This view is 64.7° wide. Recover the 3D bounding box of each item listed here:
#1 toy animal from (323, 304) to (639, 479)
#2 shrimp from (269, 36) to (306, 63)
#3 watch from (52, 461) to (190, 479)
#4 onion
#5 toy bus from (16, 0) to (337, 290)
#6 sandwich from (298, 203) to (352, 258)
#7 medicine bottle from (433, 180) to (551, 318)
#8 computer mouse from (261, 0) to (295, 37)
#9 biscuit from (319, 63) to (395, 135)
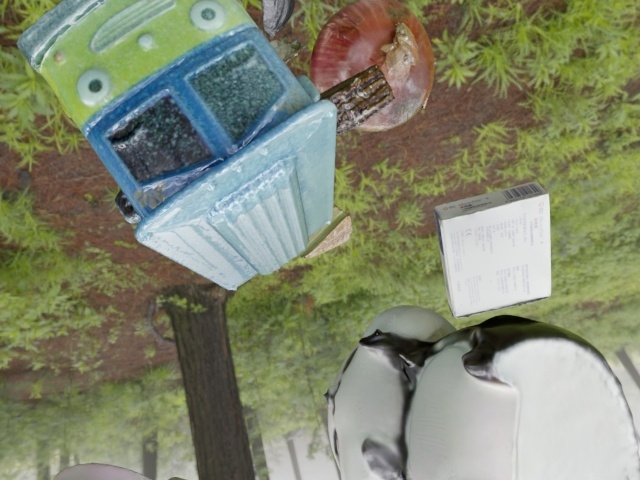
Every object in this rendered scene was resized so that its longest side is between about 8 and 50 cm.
[{"bbox_3d":[0.137,0.201,0.555,0.251,0.250,0.310,1,174,-28],"label":"toy animal"},{"bbox_3d":[-0.152,-0.443,1.419,0.360,0.085,0.246,-55,166,-25],"label":"shrimp"},{"bbox_3d":[-0.266,0.422,0.647,0.232,0.196,0.243,-1,122,8],"label":"watch"},{"bbox_3d":[0.145,-0.458,1.343,0.354,0.353,0.353,-12,148,-8],"label":"onion"},{"bbox_3d":[-0.092,-0.075,0.457,0.152,0.190,0.312,-35,170,-6],"label":"toy bus"},{"bbox_3d":[0.000,0.000,1.274,0.163,0.079,0.113,-45,152,-18],"label":"sandwich"},{"bbox_3d":[0.277,0.021,0.799,0.171,0.052,0.201,-15,120,4],"label":"medicine bottle"},{"bbox_3d":[-0.084,-0.507,0.985,0.074,0.121,0.217,-5,139,-4],"label":"computer mouse"},{"bbox_3d":[-0.019,-0.230,0.979,0.107,0.073,0.388,-41,-161,-26],"label":"biscuit"}]
